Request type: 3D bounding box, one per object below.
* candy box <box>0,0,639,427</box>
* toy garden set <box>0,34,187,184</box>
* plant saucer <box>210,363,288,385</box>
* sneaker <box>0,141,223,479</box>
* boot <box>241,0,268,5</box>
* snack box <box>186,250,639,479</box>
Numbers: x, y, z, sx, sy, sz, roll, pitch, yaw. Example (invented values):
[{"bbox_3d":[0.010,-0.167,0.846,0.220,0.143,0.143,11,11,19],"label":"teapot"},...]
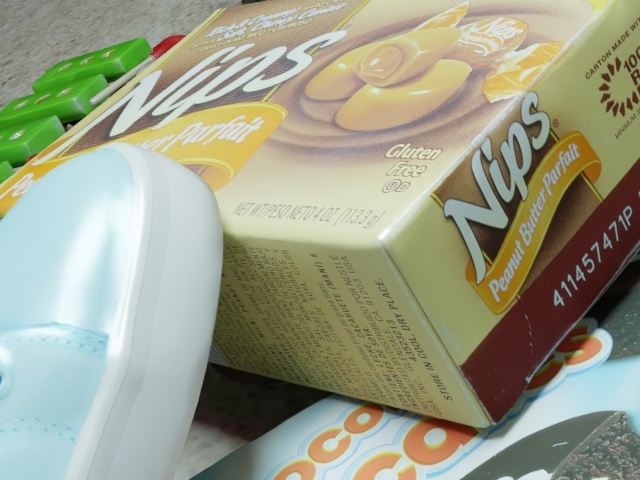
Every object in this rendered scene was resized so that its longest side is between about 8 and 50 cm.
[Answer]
[{"bbox_3d":[-0.001,-0.033,0.557,0.183,0.087,0.316,-44,26,-27],"label":"candy box"},{"bbox_3d":[-0.193,-0.084,1.008,0.204,0.049,0.244,-10,30,35],"label":"toy garden set"},{"bbox_3d":[0.000,0.000,0.653,0.168,0.029,0.168,-28,33,20],"label":"plant saucer"},{"bbox_3d":[-0.169,0.102,0.390,0.135,0.150,0.366,13,68,53],"label":"sneaker"},{"bbox_3d":[-0.023,-0.244,1.011,0.083,0.161,0.246,-39,28,-23],"label":"boot"},{"bbox_3d":[0.054,0.102,0.414,0.322,0.060,0.187,-30,26,-7],"label":"snack box"}]
